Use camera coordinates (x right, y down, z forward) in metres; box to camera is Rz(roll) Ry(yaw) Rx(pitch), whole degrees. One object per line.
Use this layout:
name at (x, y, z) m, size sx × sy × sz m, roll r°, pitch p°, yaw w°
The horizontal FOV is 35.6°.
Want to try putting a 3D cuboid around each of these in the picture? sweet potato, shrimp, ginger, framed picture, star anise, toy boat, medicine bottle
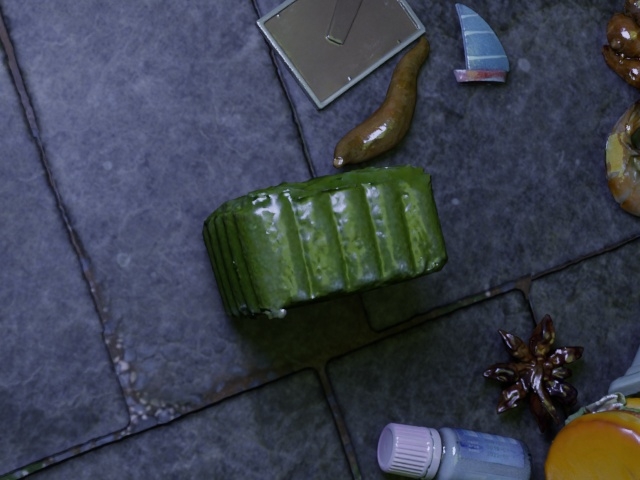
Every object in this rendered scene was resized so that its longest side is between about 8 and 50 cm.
sweet potato at (0.098, -0.178, 1.373) m, size 0.069 × 0.059 × 0.249 m, roll 35°, pitch 71°, yaw 1°
shrimp at (0.540, -0.163, 1.501) m, size 0.296 × 0.058 × 0.169 m, roll -40°, pitch 110°, yaw -12°
ginger at (0.476, -0.282, 1.495) m, size 0.103 × 0.073 × 0.162 m, roll -36°, pitch 102°, yaw -20°
framed picture at (0.030, -0.296, 1.382) m, size 0.203 × 0.015 × 0.150 m, roll -39°, pitch 97°, yaw -16°
star anise at (0.302, 0.184, 1.408) m, size 0.168 × 0.057 × 0.167 m, roll 4°, pitch 74°, yaw -15°
toy boat at (0.229, -0.285, 1.435) m, size 0.096 × 0.034 × 0.122 m, roll -3°, pitch 85°, yaw -24°
medicine bottle at (0.180, 0.293, 1.342) m, size 0.203 × 0.083 × 0.083 m, roll 14°, pitch 81°, yaw -18°

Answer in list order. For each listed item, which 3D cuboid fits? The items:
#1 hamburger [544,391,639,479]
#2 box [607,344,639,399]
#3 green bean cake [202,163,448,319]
hamburger at (0.434, 0.320, 1.353) m, size 0.170 × 0.246 × 0.246 m, roll -16°, pitch 90°, yaw -40°
box at (0.591, 0.218, 1.437) m, size 0.312 × 0.175 × 0.182 m, roll 36°, pitch 58°, yaw -12°
green bean cake at (0.000, 0.000, 1.224) m, size 0.250 × 0.247 × 0.156 m, roll -15°, pitch 89°, yaw -19°
